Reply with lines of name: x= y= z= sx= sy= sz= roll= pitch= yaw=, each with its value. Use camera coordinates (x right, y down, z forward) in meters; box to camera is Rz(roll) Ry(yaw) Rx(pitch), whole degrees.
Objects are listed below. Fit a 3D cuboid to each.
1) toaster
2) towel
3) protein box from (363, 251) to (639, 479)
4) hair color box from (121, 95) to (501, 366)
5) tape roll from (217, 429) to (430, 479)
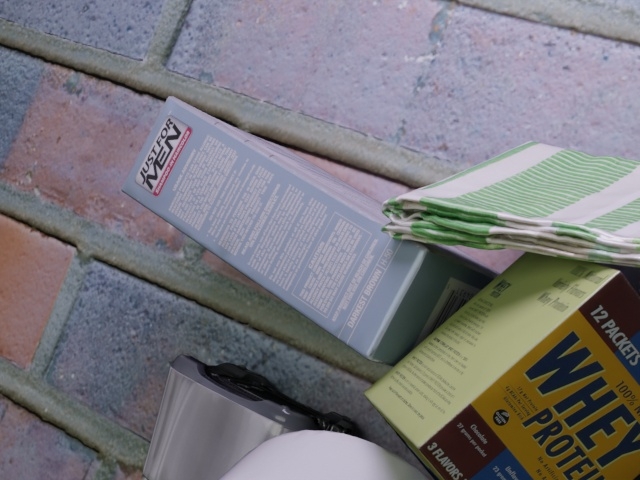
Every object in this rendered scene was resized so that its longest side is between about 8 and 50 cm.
toaster: x=-0.069 y=0.212 z=1.527 sx=0.227 sy=0.129 sz=0.146 roll=22 pitch=93 yaw=37
towel: x=0.245 y=-0.034 z=1.294 sx=0.324 sy=0.248 sz=0.038 roll=7 pitch=110 yaw=40
protein box: x=0.170 y=0.126 z=1.263 sx=0.201 sy=0.136 sz=0.200 roll=-41 pitch=12 yaw=-4
hair color box: x=0.000 y=0.000 z=1.502 sx=0.374 sy=0.185 sz=0.114 roll=33 pitch=97 yaw=41
tape roll: x=0.006 y=0.311 z=1.354 sx=0.286 sy=0.100 sz=0.286 roll=12 pitch=116 yaw=26
